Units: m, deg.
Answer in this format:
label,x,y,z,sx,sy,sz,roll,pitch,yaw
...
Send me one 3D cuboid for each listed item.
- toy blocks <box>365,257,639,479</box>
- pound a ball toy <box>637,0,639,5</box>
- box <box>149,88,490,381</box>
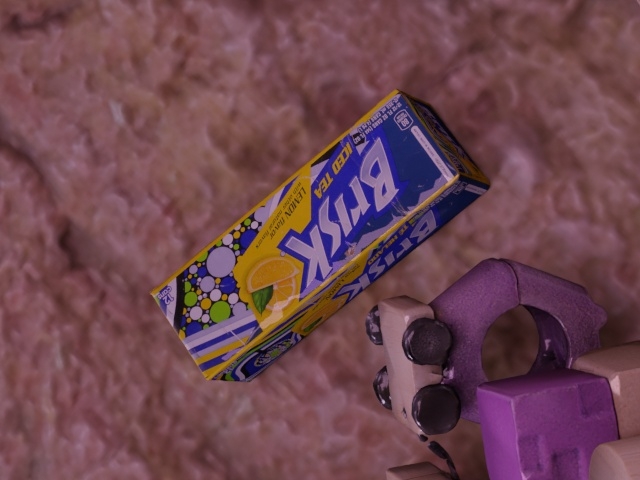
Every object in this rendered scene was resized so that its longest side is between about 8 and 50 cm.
label,x,y,z,sx,sy,sz,roll,pitch,yaw
toy blocks,0.200,0.152,0.766,0.260,0.309,0.288,-11,100,-14
pound a ball toy,0.254,-0.139,0.822,0.319,0.136,0.208,-34,100,16
box,0.000,0.000,0.935,0.169,0.054,0.059,-40,73,15
